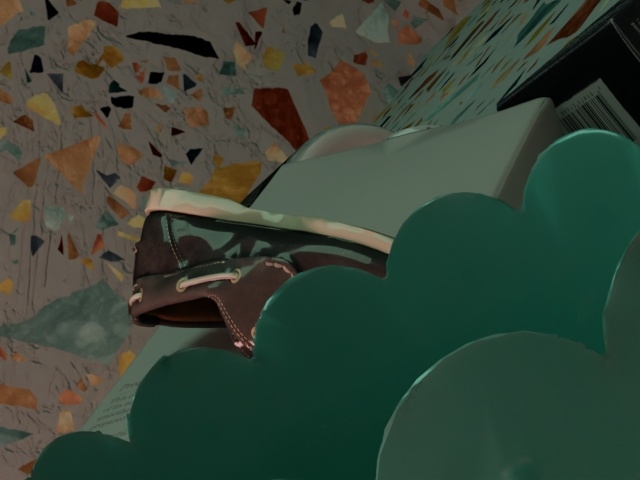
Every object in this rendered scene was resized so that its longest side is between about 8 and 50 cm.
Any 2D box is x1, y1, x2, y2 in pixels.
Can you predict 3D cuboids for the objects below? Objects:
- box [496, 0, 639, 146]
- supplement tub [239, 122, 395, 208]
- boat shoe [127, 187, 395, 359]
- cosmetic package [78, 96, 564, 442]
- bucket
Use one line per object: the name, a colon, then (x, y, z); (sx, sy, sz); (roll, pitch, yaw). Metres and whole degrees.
box: (0.246, -0.128, 0.997); (0.207, 0.108, 0.153); (-39, 1, -27)
supplement tub: (0.000, 0.000, 1.711); (0.193, 0.193, 0.316); (-51, 7, -24)
boat shoe: (-0.009, 0.029, 0.755); (0.233, 0.084, 0.079); (10, 74, 41)
cosmetic package: (0.026, 0.078, 0.886); (0.217, 0.156, 0.385); (-12, 24, 30)
bucket: (0.053, 0.096, 0.443); (0.281, 0.183, 0.281); (-29, 6, 3)
